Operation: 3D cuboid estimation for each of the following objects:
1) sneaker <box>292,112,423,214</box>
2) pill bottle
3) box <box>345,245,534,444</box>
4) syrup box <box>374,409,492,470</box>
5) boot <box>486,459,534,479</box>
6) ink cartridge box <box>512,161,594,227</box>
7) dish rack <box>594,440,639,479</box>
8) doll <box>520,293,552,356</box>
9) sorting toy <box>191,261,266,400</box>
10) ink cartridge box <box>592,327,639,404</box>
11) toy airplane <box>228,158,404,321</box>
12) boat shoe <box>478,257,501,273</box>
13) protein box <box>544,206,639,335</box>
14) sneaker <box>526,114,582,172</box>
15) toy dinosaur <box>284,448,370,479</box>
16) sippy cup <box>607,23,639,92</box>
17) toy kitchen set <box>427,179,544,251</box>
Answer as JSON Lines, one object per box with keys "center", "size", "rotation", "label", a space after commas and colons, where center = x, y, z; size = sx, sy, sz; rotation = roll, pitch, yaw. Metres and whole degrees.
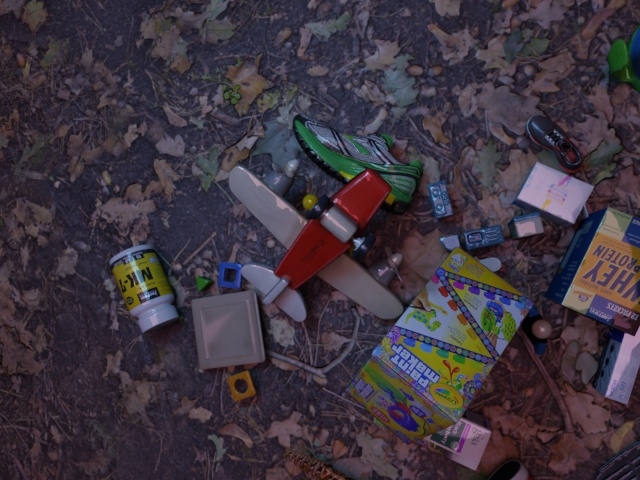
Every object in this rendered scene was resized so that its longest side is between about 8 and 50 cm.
{"center": [0.084, -0.204, 1.197], "size": [0.344, 0.134, 0.146], "rotation": [33, 89, 5], "label": "sneaker"}
{"center": [-0.453, 0.126, 1.309], "size": [0.119, 0.119, 0.208], "rotation": [-28, 81, 11], "label": "pill bottle"}
{"center": [0.218, 0.216, 0.993], "size": [0.177, 0.290, 0.279], "rotation": [38, 64, 13], "label": "box"}
{"center": [0.250, 0.403, 1.127], "size": [0.237, 0.096, 0.093], "rotation": [22, 92, 15], "label": "syrup box"}
{"center": [0.381, 0.612, 1.065], "size": [0.244, 0.088, 0.176], "rotation": [-35, 90, -6], "label": "boot"}
{"center": [0.506, -0.093, 1.088], "size": [0.143, 0.092, 0.090], "rotation": [27, 94, 13], "label": "ink cartridge box"}
{"center": [0.709, 0.548, 1.014], "size": [0.208, 0.074, 0.271], "rotation": [-41, 78, 8], "label": "dish rack"}
{"center": [0.438, 0.173, 1.042], "size": [0.046, 0.189, 0.129], "rotation": [-14, 84, 13], "label": "doll"}
{"center": [-0.232, 0.229, 1.286], "size": [0.196, 0.047, 0.347], "rotation": [-10, 84, 18], "label": "sorting toy"}
{"center": [0.624, 0.221, 1.040], "size": [0.046, 0.097, 0.207], "rotation": [17, 91, 14], "label": "ink cartridge box"}
{"center": [0.000, 0.000, 1.154], "size": [0.384, 0.272, 0.386], "rotation": [4, 125, 25], "label": "toy airplane"}
{"center": [0.346, 0.066, 1.149], "size": [0.125, 0.038, 0.046], "rotation": [-13, 65, 12], "label": "boat shoe"}
{"center": [0.570, 0.059, 1.008], "size": [0.136, 0.200, 0.201], "rotation": [25, 94, 15], "label": "protein box"}
{"center": [0.520, -0.220, 1.104], "size": [0.061, 0.065, 0.158], "rotation": [-42, 79, 9], "label": "sneaker"}
{"center": [0.038, 0.622, 1.170], "size": [0.218, 0.164, 0.322], "rotation": [-44, 59, -6], "label": "toy dinosaur"}
{"center": [0.751, -0.399, 0.973], "size": [0.240, 0.224, 0.305], "rotation": [45, 99, 13], "label": "sippy cup"}
{"center": [0.355, -0.069, 1.110], "size": [0.207, 0.122, 0.166], "rotation": [-14, 84, 13], "label": "toy kitchen set"}
